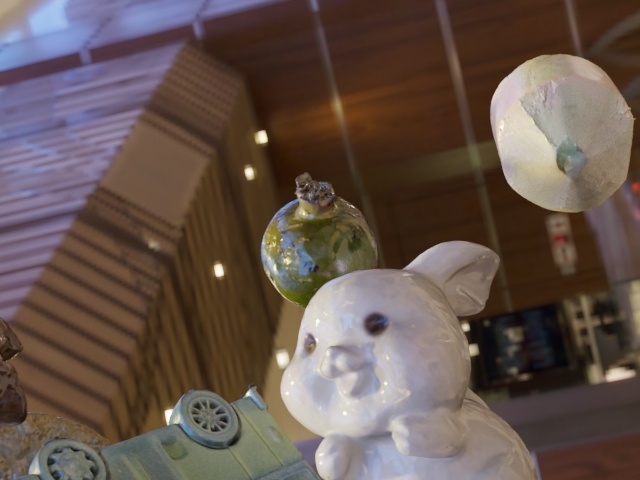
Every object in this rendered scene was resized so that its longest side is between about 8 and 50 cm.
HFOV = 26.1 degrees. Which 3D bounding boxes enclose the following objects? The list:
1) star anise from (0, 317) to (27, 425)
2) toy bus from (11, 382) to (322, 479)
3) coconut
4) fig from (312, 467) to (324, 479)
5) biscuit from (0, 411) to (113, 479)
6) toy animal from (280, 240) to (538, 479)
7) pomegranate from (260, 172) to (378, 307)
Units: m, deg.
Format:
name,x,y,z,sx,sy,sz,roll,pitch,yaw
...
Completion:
name,x,y,z,sx,sy,sz,roll,pitch,yaw
star anise,-0.423,0.099,1.404,0.315,0.108,0.315,34,-160,-14
toy bus,-0.139,0.253,1.091,0.312,0.152,0.190,-14,-124,-47
coconut,0.197,-0.087,1.121,0.122,0.116,0.116,-90,-15,-62
fig,-0.089,0.394,1.588,0.343,0.343,0.343,-12,-90,-82
biscuit,-0.314,0.313,1.766,0.290,0.141,0.038,51,160,-7
toy animal,0.067,0.106,0.923,0.178,0.127,0.193,-20,-92,-59
pomegranate,0.003,0.006,1.384,0.130,0.130,0.130,-12,-90,-82
